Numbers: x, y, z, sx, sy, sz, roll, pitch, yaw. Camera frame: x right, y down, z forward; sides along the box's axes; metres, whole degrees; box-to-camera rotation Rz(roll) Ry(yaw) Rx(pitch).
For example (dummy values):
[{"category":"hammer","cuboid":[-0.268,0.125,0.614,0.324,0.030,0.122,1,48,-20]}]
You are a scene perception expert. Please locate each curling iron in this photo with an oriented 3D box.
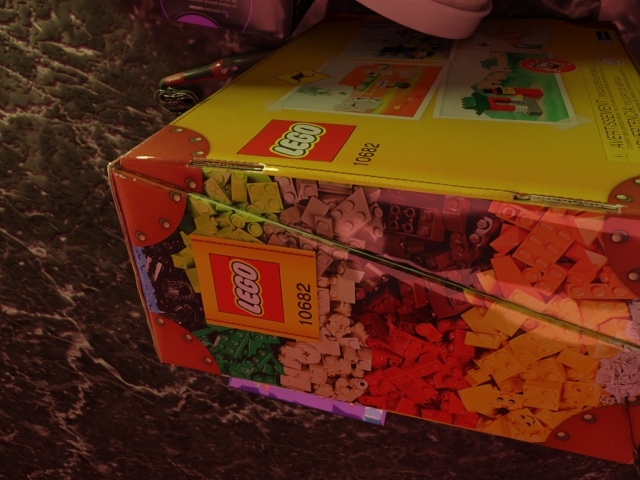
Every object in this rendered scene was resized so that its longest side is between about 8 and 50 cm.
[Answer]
[{"category":"curling iron","cuboid":[-0.132,-0.246,0.823,0.274,0.035,0.068,-13,128,24]}]

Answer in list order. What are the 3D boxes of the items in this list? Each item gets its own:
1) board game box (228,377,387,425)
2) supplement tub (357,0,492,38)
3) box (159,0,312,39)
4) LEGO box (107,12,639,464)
[{"category":"board game box","cuboid":[-0.002,0.191,0.959,0.233,0.347,0.078,14,94,3]},{"category":"supplement tub","cuboid":[0.142,-0.388,0.501,0.241,0.241,0.331,24,130,-6]},{"category":"box","cuboid":[-0.087,-0.392,0.619,0.165,0.143,0.270,12,130,4]},{"category":"LEGO box","cuboid":[0.108,-0.080,0.561,0.372,0.500,0.193,8,124,16]}]
